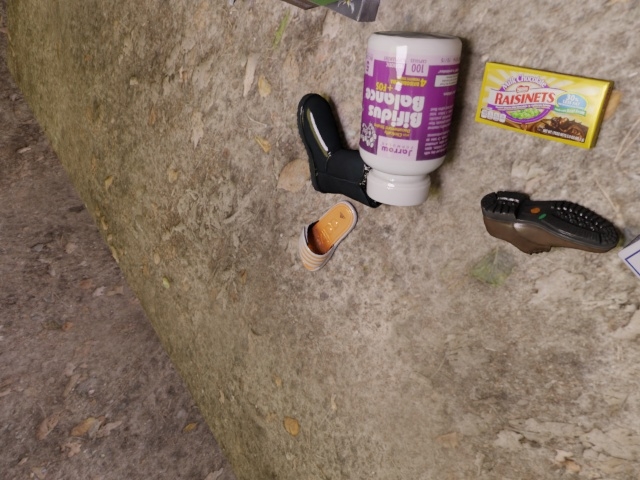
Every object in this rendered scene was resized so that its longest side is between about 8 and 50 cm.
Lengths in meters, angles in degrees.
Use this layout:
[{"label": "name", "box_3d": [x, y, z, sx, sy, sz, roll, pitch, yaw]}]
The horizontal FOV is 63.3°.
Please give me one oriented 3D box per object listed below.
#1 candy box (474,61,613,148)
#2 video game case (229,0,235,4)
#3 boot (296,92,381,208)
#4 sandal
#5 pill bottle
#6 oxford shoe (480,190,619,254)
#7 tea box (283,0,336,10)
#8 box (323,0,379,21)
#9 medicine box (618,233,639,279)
[{"label": "candy box", "box_3d": [0.361, -0.228, 0.863, 0.205, 0.027, 0.105, 26, 122, 38]}, {"label": "video game case", "box_3d": [-0.199, -0.645, 1.260, 0.011, 0.087, 0.122, 14, 129, -8]}, {"label": "boot", "box_3d": [0.055, -0.202, 1.154, 0.207, 0.094, 0.247, 18, 126, 46]}, {"label": "sandal", "box_3d": [-0.006, -0.009, 1.323, 0.102, 0.076, 0.265, 55, 138, 16]}, {"label": "pill bottle", "box_3d": [0.160, -0.226, 0.976, 0.169, 0.169, 0.302, 25, 124, 39]}, {"label": "oxford shoe", "box_3d": [0.392, -0.017, 0.898, 0.227, 0.082, 0.096, 22, 141, 41]}, {"label": "tea box", "box_3d": [0.031, -0.597, 0.834, 0.323, 0.220, 0.330, -4, 99, 31]}, {"label": "box", "box_3d": [0.033, -0.571, 1.048, 0.231, 0.056, 0.183, 39, 131, 30]}, {"label": "medicine box", "box_3d": [0.590, 0.025, 0.630, 0.264, 0.149, 0.289, 54, 138, 16]}]
